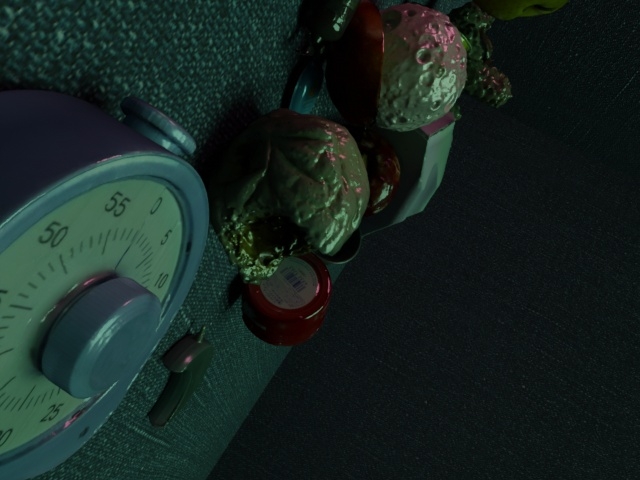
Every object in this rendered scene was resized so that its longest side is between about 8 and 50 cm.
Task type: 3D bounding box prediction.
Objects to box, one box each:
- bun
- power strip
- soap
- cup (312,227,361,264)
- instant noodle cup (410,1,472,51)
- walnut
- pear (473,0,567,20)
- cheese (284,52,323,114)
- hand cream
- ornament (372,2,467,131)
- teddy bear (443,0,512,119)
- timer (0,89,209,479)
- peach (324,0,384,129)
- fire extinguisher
[{"bbox_3d":[-0.063,-0.089,0.827,0.205,0.281,0.282,47,67,-36],"label":"bun"},{"bbox_3d":[-0.302,0.289,1.156,0.167,0.054,0.254,-48,165,-57],"label":"power strip"},{"bbox_3d":[0.192,-0.197,1.454,0.156,0.261,0.446,-28,158,-35],"label":"soap"},{"bbox_3d":[0.000,0.000,1.525,0.199,0.199,0.150,-53,-175,-33],"label":"cup"},{"bbox_3d":[0.275,-0.499,1.373,0.153,0.205,0.205,-56,171,15],"label":"instant noodle cup"},{"bbox_3d":[0.070,-0.152,1.274,0.244,0.221,0.269,-49,-179,5],"label":"walnut"},{"bbox_3d":[0.474,-0.737,1.213,0.362,0.361,0.419,-29,117,-70],"label":"pear"},{"bbox_3d":[-0.049,-0.233,0.984,0.106,0.037,0.256,-41,160,-58],"label":"cheese"},{"bbox_3d":[-0.085,0.133,1.289,0.230,0.230,0.149,-53,168,-34],"label":"hand cream"},{"bbox_3d":[0.173,-0.363,1.084,0.260,0.259,0.225,-57,140,-13],"label":"ornament"},{"bbox_3d":[0.371,-0.511,1.607,0.367,0.224,0.358,-34,-119,56],"label":"teddy bear"},{"bbox_3d":[-0.238,0.043,0.475,0.395,0.173,0.395,-56,168,-19],"label":"timer"},{"bbox_3d":[0.046,-0.304,0.909,0.189,0.068,0.280,112,-24,-47],"label":"peach"},{"bbox_3d":[0.035,-0.402,0.815,0.268,0.072,0.089,-61,175,4],"label":"fire extinguisher"}]
